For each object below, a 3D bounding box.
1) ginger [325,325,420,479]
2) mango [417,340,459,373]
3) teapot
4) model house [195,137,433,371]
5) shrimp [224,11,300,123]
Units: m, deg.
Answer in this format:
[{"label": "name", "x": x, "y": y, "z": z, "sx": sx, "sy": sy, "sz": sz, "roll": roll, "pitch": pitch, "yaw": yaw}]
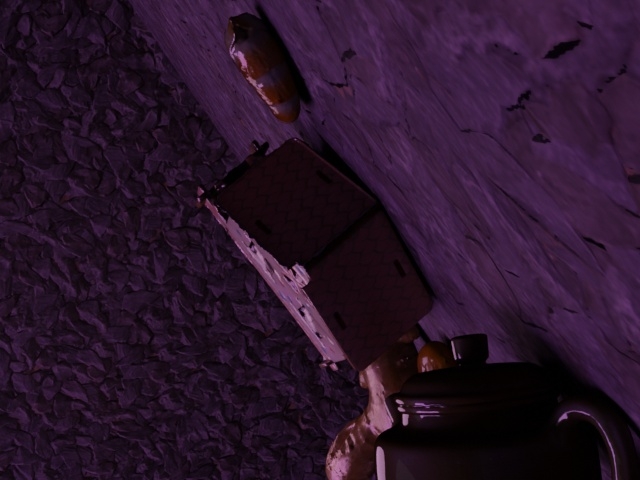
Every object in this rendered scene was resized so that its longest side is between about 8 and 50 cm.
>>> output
[{"label": "ginger", "x": 0.147, "y": 0.250, "z": 1.279, "sx": 0.363, "sy": 0.122, "sz": 0.348, "roll": -4, "pitch": 87, "yaw": 50}, {"label": "mango", "x": 0.167, "y": 0.180, "z": 1.124, "sx": 0.114, "sy": 0.060, "sz": 0.080, "roll": 59, "pitch": -172, "yaw": -61}, {"label": "teapot", "x": 0.142, "y": 0.165, "z": 0.671, "sx": 0.267, "sy": 0.185, "sz": 0.176, "roll": -15, "pitch": 81, "yaw": 54}, {"label": "model house", "x": 0.000, "y": 0.000, "z": 0.996, "sx": 0.326, "sy": 0.169, "sz": 0.244, "roll": 52, "pitch": 168, "yaw": 2}, {"label": "shrimp", "x": -0.071, "y": -0.205, "z": 0.888, "sx": 0.161, "sy": 0.049, "sz": 0.166, "roll": 57, "pitch": -177, "yaw": -44}]
